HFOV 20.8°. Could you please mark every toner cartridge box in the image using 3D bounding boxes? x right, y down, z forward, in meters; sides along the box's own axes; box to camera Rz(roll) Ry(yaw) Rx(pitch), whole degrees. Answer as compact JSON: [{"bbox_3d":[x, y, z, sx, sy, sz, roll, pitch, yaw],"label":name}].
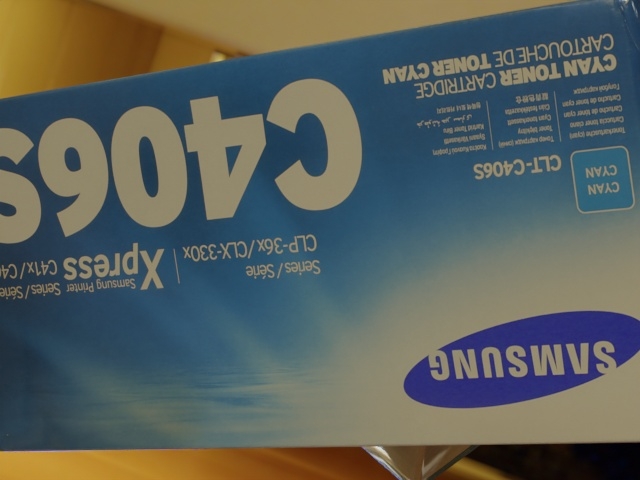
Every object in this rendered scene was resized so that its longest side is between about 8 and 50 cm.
[{"bbox_3d":[0.000,0.000,0.731,0.075,0.347,0.165,-16,-81,-56],"label":"toner cartridge box"}]

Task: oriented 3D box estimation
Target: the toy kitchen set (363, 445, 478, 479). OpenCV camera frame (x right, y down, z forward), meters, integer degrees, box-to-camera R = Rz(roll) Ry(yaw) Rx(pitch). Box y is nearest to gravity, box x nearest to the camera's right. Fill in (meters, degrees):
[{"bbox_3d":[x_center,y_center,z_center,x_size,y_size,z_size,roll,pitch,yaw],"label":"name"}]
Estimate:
[{"bbox_3d":[0.018,0.069,0.950,0.122,0.207,0.166,-31,-36,-31],"label":"toy kitchen set"}]
